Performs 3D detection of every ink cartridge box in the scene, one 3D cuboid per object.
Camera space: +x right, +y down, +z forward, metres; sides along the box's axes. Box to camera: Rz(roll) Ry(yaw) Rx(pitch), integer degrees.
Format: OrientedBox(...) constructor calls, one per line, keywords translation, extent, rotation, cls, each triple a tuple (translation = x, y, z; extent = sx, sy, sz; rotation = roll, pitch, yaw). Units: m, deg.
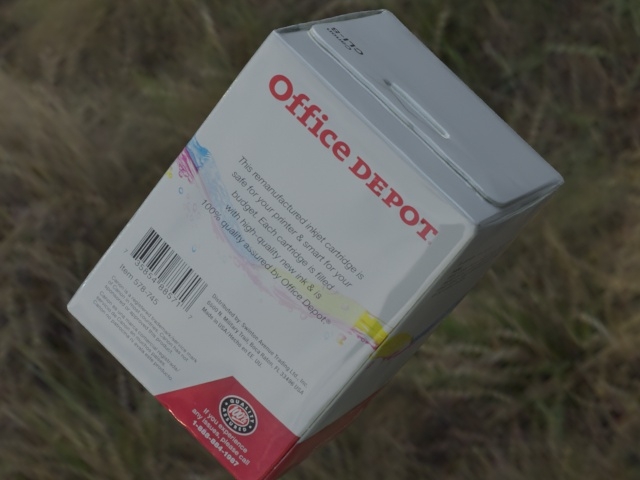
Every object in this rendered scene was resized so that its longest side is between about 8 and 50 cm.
OrientedBox(translation=(0.000, 0.000, 0.883), extent=(0.128, 0.127, 0.176), rotation=(45, 116, 10), cls="ink cartridge box")
